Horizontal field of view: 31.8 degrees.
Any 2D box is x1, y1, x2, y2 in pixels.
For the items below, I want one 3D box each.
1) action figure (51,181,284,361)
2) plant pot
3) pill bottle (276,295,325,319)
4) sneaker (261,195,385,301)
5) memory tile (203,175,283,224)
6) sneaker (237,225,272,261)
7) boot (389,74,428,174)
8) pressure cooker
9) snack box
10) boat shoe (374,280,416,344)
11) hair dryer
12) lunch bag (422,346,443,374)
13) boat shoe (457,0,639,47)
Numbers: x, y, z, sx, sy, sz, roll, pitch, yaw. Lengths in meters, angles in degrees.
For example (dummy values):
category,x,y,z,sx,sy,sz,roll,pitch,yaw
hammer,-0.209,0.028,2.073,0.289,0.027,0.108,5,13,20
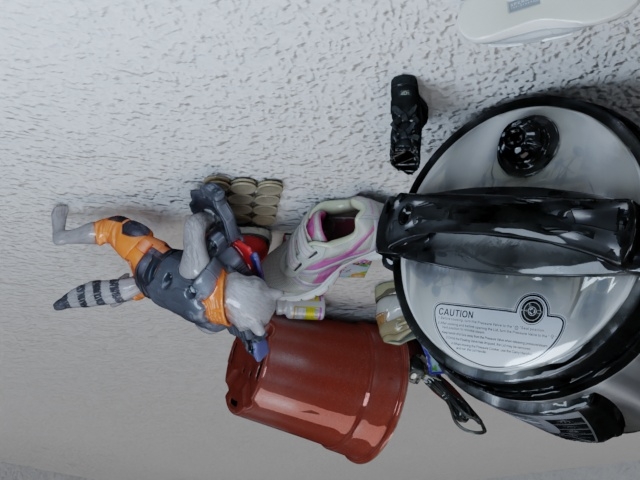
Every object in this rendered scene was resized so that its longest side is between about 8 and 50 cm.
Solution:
category,x,y,z,sx,sy,sz,roll,pitch,yaw
action figure,-0.195,0.084,1.587,0.330,0.178,0.341,9,136,32
plant pot,-0.018,0.249,2.065,0.265,0.272,0.272,18,153,-21
pill bottle,-0.035,0.118,1.985,0.083,0.043,0.043,3,158,-10
sneaker,0.000,0.000,1.613,0.252,0.103,0.111,-30,142,23
memory tile,-0.113,-0.055,1.585,0.113,0.012,0.148,2,159,-7
sneaker,-0.123,0.061,1.729,0.107,0.118,0.279,-2,156,2
boot,0.102,-0.124,1.304,0.045,0.099,0.121,-4,158,9
pressure cooker,0.290,0.028,1.357,0.370,0.375,0.420,-40,143,19
snack box,0.008,0.026,1.763,0.141,0.037,0.100,1,160,-7
boat shoe,0.246,0.122,1.932,0.302,0.103,0.113,-6,158,11
hair dryer,0.199,0.270,2.179,0.080,0.293,0.223,-42,110,7
lunch bag,0.276,0.177,2.028,0.151,0.096,0.129,-10,-168,41
boat shoe,0.230,-0.226,1.109,0.184,0.066,0.063,-15,169,26
